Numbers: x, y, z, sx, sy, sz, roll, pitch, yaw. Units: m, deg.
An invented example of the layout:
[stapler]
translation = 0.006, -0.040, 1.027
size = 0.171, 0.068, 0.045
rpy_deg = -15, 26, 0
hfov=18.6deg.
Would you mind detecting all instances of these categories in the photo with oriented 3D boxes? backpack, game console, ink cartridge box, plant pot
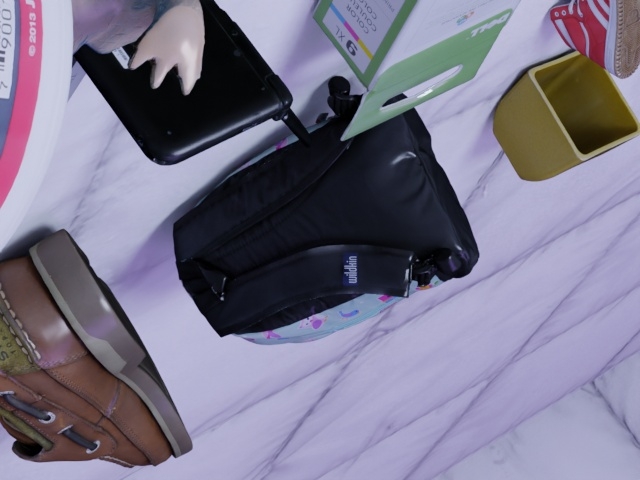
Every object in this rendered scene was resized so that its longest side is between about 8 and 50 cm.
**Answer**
[backpack]
translation = 0.000, 0.000, 1.262
size = 0.182, 0.152, 0.115
rpy_deg = -28, 158, 14
[game console]
translation = -0.069, -0.084, 0.879
size = 0.107, 0.122, 0.071
rpy_deg = -28, 162, -29
[ink cartridge box]
translation = 0.065, -0.150, 1.099
size = 0.109, 0.062, 0.209
rpy_deg = -28, 163, -29
[plant pot]
translation = 0.183, -0.090, 1.526
size = 0.081, 0.081, 0.083
rpy_deg = -24, 171, -41

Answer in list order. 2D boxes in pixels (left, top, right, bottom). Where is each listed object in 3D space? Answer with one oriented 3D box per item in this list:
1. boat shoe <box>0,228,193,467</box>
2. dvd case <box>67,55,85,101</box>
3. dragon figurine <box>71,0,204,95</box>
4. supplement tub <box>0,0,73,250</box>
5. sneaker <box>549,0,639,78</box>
[boat shoe]
translation = -0.163, 0.085, 1.242
size = 0.104, 0.111, 0.307
rpy_deg = -31, 155, -5
[dvd case]
translation = -0.215, -0.036, 0.880
size = 0.238, 0.030, 0.179
rpy_deg = -21, 159, -44
[dragon figurine]
translation = -0.107, -0.097, 0.723
size = 0.289, 0.085, 0.144
rpy_deg = -31, -153, -11
[supplement tub]
translation = -0.207, -0.060, 0.508
size = 0.191, 0.191, 0.272
rpy_deg = -42, 164, 19
[sneaker]
translation = 0.198, -0.178, 1.379
size = 0.042, 0.067, 0.118
rpy_deg = -23, 130, -35
